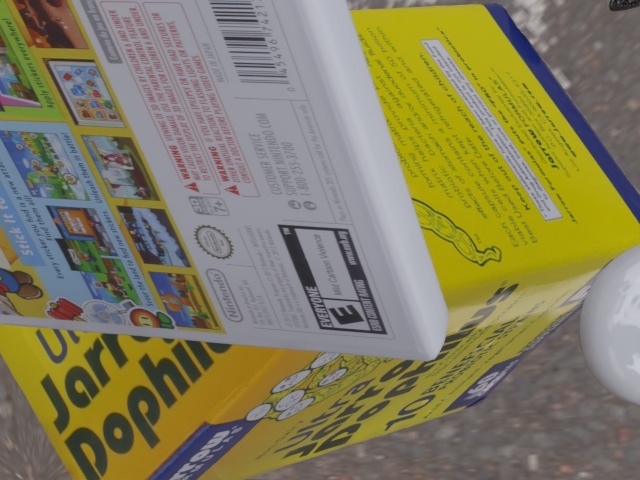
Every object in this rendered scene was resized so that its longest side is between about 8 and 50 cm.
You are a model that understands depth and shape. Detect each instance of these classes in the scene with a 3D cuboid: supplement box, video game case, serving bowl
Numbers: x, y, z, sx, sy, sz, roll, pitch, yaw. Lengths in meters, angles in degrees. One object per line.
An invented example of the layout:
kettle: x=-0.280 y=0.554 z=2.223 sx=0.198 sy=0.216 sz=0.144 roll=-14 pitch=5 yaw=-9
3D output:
supplement box: x=0.000 y=0.000 z=1.144 sx=0.356 sy=0.194 sz=0.195 roll=-11 pitch=62 yaw=-49
video game case: x=-0.078 y=-0.043 z=0.662 sx=0.206 sy=0.227 sz=0.026 roll=4 pitch=51 yaw=22
serving bowl: x=0.168 y=0.043 z=0.948 sx=0.083 sy=0.027 sz=0.083 roll=-2 pitch=100 yaw=-11

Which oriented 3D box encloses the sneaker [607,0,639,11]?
sneaker: x=0.239 y=-0.244 z=1.439 sx=0.057 sy=0.161 sz=0.075 roll=-11 pitch=59 yaw=-27
